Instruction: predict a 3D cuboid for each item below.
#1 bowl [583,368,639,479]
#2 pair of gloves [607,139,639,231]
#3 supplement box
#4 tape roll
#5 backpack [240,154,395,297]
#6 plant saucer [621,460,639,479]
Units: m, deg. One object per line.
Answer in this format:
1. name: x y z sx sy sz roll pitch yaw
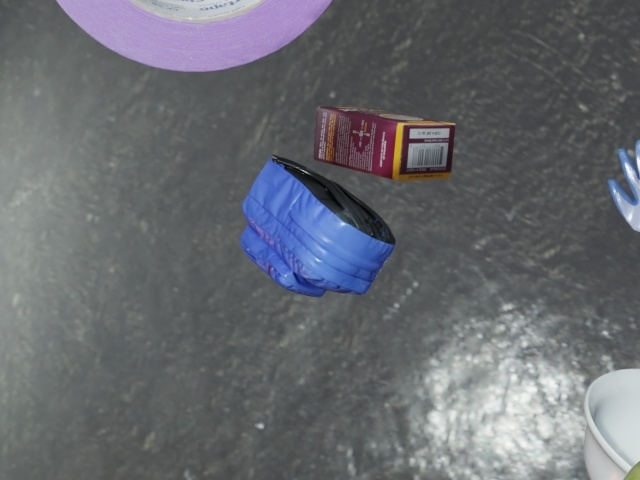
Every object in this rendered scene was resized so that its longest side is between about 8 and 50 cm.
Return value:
1. bowl: 0.445 0.298 1.462 0.298 0.298 0.134 49 130 47
2. pair of gloves: 0.454 -0.060 1.427 0.198 0.023 0.159 -16 84 14
3. supplement box: 0.088 -0.139 1.680 0.188 0.104 0.081 18 108 49
4. tape roll: -0.105 -0.283 0.977 0.275 0.275 0.090 -57 25 16
5. backpack: 0.000 0.000 1.019 0.120 0.098 0.101 36 104 37
6. plant saucer: 0.121 0.170 0.383 0.188 0.045 0.188 -51 40 -11
